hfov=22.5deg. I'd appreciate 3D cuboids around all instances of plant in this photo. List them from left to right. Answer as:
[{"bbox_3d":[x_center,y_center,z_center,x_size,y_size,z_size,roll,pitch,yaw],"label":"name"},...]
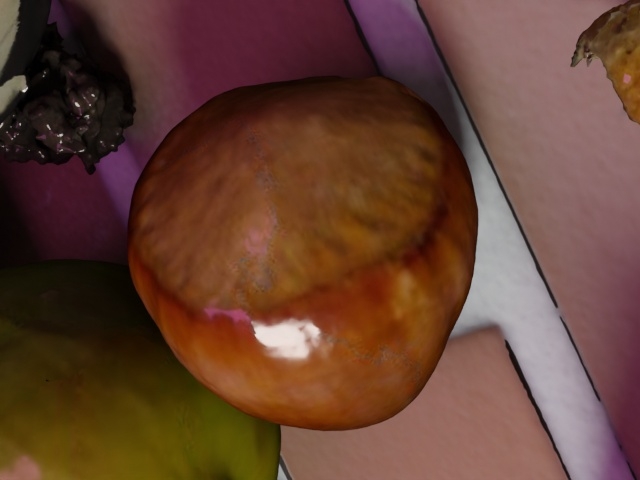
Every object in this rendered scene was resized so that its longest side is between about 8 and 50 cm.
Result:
[{"bbox_3d":[-0.177,-0.079,0.932,0.174,0.085,0.087,4,113,44],"label":"plant"}]

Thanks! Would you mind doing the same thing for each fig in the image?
[{"bbox_3d":[-0.129,0.103,0.875,0.230,0.207,0.207,-126,38,-52],"label":"fig"}]

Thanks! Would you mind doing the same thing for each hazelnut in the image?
[{"bbox_3d":[0.000,0.000,0.779,0.182,0.182,0.182,16,118,32],"label":"hazelnut"}]

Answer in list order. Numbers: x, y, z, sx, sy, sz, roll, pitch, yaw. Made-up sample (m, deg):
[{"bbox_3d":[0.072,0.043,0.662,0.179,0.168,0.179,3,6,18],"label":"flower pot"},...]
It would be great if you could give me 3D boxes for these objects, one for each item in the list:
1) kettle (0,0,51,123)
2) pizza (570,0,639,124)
[{"bbox_3d":[-0.304,-0.156,0.884,0.321,0.228,0.324,-17,84,3],"label":"kettle"},{"bbox_3d":[0.234,-0.019,0.651,0.292,0.058,0.197,17,111,31],"label":"pizza"}]
